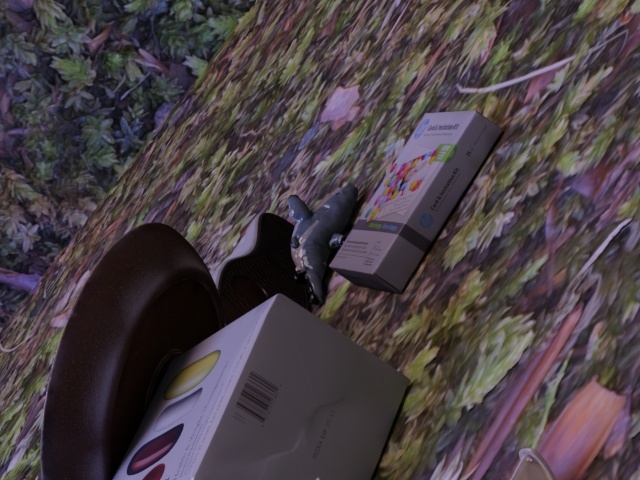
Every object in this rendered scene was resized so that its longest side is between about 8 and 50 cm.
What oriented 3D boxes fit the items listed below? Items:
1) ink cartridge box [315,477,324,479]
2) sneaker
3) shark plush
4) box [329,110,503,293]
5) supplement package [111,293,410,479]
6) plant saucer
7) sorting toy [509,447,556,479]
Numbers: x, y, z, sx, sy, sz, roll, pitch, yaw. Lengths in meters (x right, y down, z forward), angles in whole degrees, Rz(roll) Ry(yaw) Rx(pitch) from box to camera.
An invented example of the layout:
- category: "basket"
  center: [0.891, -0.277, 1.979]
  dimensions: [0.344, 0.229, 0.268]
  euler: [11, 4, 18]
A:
- category: "ink cartridge box"
  center: [-0.029, 0.331, 1.315]
  dimensions: [0.289, 0.121, 0.211]
  euler: [-53, 14, 9]
- category: "sneaker"
  center: [-0.080, 0.077, 2.083]
  dimensions: [0.123, 0.106, 0.290]
  euler: [-53, 4, 21]
- category: "shark plush"
  center: [0.000, 0.000, 2.074]
  dimensions: [0.067, 0.073, 0.161]
  euler: [-15, 27, 21]
- category: "box"
  center: [0.090, -0.039, 1.899]
  dimensions: [0.186, 0.038, 0.145]
  euler: [-56, 15, -7]
- category: "supplement package"
  center: [-0.062, 0.186, 1.675]
  dimensions: [0.203, 0.149, 0.194]
  euler: [-34, 26, 53]
- category: "plant saucer"
  center: [-0.159, 0.140, 1.809]
  dimensions: [0.310, 0.050, 0.310]
  euler: [12, -90, -70]
- category: "sorting toy"
  center: [0.126, 0.185, 1.309]
  dimensions: [0.083, 0.045, 0.075]
  euler: [-60, 8, -13]
